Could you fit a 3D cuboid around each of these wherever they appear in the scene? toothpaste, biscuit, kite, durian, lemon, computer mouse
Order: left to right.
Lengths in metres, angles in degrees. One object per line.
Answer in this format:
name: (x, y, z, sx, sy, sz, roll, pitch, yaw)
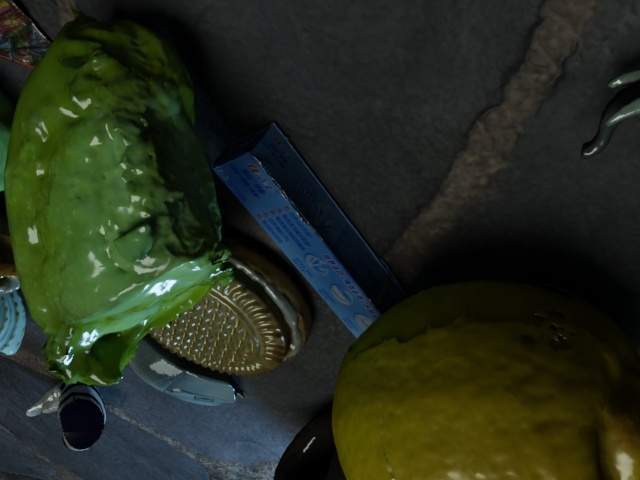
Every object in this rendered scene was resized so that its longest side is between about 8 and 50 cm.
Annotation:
kite: (-0.329, -0.235, 0.648, 0.189, 0.009, 0.232, -14, 126, 38)
durian: (-0.189, -0.035, 0.616, 0.256, 0.204, 0.340, -15, 87, 48)
computer mouse: (-0.232, 0.220, 1.035, 0.229, 0.068, 0.113, 32, 142, -4)
biscuit: (-0.138, 0.088, 0.830, 0.259, 0.079, 0.259, 16, 140, 14)
toothpaste: (0.000, 0.000, 0.680, 0.066, 0.053, 0.272, -12, 127, 43)
lemon: (0.158, 0.172, 0.595, 0.297, 0.297, 0.297, 16, 139, 14)

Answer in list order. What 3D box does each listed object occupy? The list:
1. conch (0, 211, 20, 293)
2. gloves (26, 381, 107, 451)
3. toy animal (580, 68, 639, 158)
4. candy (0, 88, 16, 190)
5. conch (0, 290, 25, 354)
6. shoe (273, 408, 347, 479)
conch: (-0.503, 0.015, 0.912, 0.245, 0.163, 0.178, 9, 165, -24)
gloves: (-0.506, 0.345, 1.305, 0.140, 0.131, 0.218, 45, 168, -22)
toy animal: (0.281, -0.118, 0.365, 0.269, 0.082, 0.137, -4, 130, 32)
candy: (-0.509, -0.131, 0.783, 0.343, 0.132, 0.142, 6, 178, 27)
conch: (-0.584, 0.111, 1.076, 0.172, 0.131, 0.200, 20, 178, -31)
shoe: (0.038, 0.401, 0.991, 0.237, 0.171, 0.384, 24, 140, -6)
